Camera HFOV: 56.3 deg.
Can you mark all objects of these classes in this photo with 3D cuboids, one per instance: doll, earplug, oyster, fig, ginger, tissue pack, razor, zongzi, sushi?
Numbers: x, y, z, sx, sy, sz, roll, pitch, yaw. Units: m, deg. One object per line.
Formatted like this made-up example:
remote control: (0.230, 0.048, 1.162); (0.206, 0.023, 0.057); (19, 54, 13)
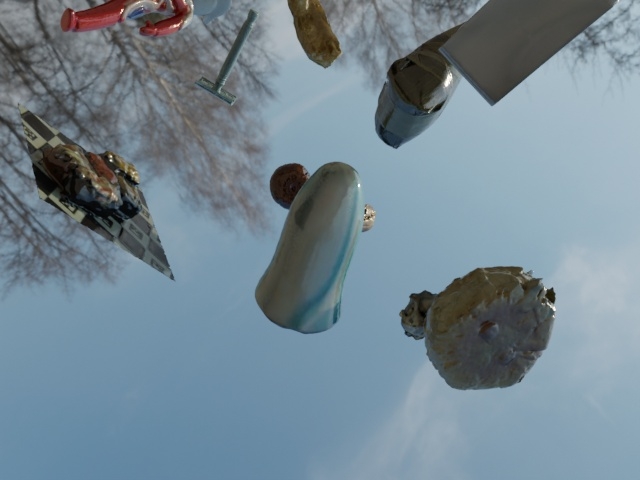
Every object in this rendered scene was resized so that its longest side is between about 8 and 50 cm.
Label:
doll: (-0.322, -0.464, 1.127); (0.383, 0.189, 0.099); (-22, 173, -46)
earplug: (0.000, 0.000, 1.141); (0.184, 0.324, 0.185); (14, -147, -9)
oyster: (0.251, 0.190, 1.514); (0.166, 0.108, 0.053); (-57, -175, 30)
fig: (-0.083, -0.176, 1.868); (0.133, 0.146, 0.201); (1, -165, 5)
ginger: (-0.016, -0.452, 1.274); (0.081, 0.206, 0.115); (-21, 175, -9)
tissue pack: (0.341, -0.365, 0.991); (0.246, 0.136, 0.159); (-39, -173, 33)
razor: (-0.214, -0.463, 1.491); (0.232, 0.106, 0.068); (-57, -169, 21)
zongzi: (0.278, -0.391, 1.478); (0.317, 0.154, 0.289); (-42, 176, -14)
sushi: (-0.352, -0.096, 1.006); (0.059, 0.292, 0.294); (-41, -131, 6)

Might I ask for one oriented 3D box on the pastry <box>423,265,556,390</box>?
pastry: (0.378, 0.199, 1.370); (0.329, 0.330, 0.136); (-28, -152, 1)

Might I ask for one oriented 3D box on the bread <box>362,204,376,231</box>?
bread: (0.048, -0.061, 1.964); (0.234, 0.099, 0.210); (-6, 180, 29)
